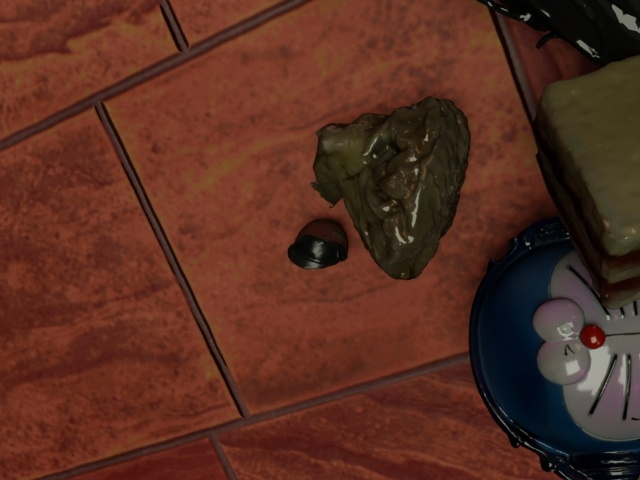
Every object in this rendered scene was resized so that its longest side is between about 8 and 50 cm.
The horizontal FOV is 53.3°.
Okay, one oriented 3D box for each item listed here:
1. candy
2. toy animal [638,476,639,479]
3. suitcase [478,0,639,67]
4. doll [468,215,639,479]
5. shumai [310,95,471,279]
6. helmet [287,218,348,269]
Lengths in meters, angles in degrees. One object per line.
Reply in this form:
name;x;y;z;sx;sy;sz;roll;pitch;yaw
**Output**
candy;0.358;-0.084;0.544;0.321;0.179;0.135;-20;144;6
toy animal;0.510;0.343;0.636;0.277;0.247;0.345;-33;59;16
suitcase;0.264;-0.354;0.573;0.345;0.188;0.339;40;122;-3
doll;0.313;0.104;0.669;0.310;0.240;0.284;-12;76;3
shumai;0.067;-0.065;0.715;0.175;0.166;0.206;14;83;16
helmet;-0.001;-0.001;0.797;0.084;0.049;0.065;-18;138;40
